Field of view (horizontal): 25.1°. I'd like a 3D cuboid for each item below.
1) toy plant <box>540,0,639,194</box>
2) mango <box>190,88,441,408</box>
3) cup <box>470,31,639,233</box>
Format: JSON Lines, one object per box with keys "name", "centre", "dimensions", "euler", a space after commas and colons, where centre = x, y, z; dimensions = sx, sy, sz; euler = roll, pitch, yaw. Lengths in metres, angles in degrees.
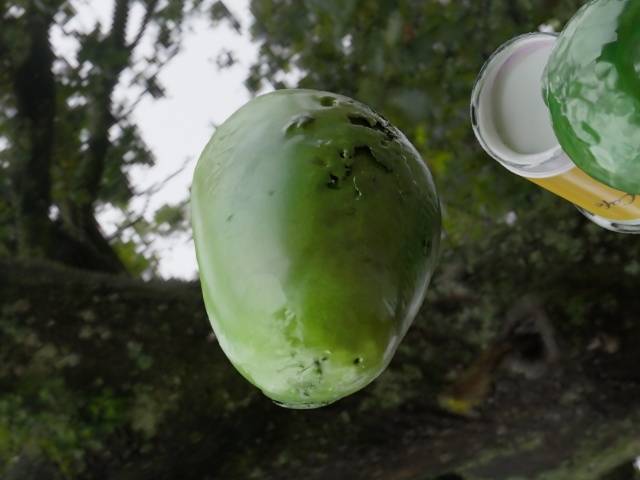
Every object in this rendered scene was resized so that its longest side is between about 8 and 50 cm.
{"name": "toy plant", "centre": [0.207, -0.096, 0.577], "dimensions": [0.235, 0.218, 0.175], "euler": [20, -154, -27]}
{"name": "mango", "centre": [0.000, 0.000, 0.715], "dimensions": [0.111, 0.125, 0.233], "euler": [48, -168, -28]}
{"name": "cup", "centre": [0.279, -0.114, 1.434], "dimensions": [0.279, 0.196, 0.196], "euler": [11, -122, -52]}
